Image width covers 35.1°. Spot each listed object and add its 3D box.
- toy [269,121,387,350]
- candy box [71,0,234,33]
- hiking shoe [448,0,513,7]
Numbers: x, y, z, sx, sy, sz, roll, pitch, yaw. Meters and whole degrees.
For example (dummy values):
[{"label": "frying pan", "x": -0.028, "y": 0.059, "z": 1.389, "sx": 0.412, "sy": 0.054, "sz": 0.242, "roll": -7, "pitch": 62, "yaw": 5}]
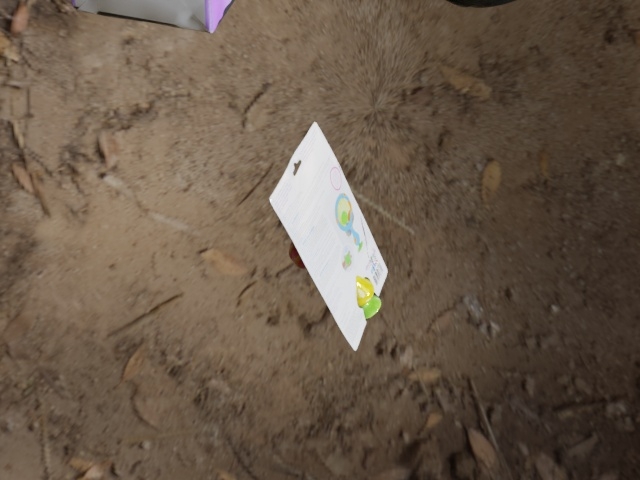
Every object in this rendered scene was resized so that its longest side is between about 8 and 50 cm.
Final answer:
[{"label": "toy", "x": 0.000, "y": 0.000, "z": 1.169, "sx": 0.056, "sy": 0.137, "sz": 0.237, "roll": -7, "pitch": 129, "yaw": 33}, {"label": "candy box", "x": -0.052, "y": -0.218, "z": 0.472, "sx": 0.070, "sy": 0.196, "sz": 0.165, "roll": 11, "pitch": 130, "yaw": 9}, {"label": "hiking shoe", "x": 0.179, "y": -0.249, "z": 0.651, "sx": 0.113, "sy": 0.132, "sz": 0.304, "roll": 44, "pitch": 82, "yaw": 5}]
